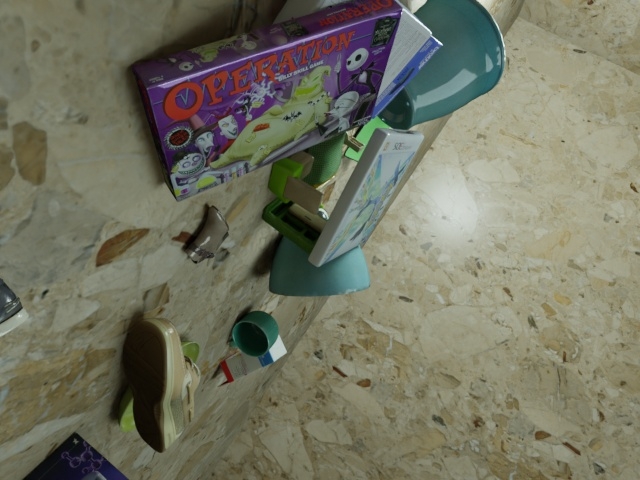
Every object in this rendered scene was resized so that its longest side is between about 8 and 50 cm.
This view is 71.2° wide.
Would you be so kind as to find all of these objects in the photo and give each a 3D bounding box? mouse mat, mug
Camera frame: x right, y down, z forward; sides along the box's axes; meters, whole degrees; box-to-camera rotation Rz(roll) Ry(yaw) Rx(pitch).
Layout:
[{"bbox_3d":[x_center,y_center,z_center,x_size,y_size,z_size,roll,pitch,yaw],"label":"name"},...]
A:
[{"bbox_3d":[0.156,-0.327,1.383,0.189,0.007,0.153,-54,156,16],"label":"mouse mat"},{"bbox_3d":[-0.210,0.285,1.415,0.097,0.158,0.129,-42,137,-59],"label":"mug"}]

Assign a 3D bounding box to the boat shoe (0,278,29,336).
[{"bbox_3d":[-0.379,0.094,0.394,0.206,0.075,0.064,-35,113,-47],"label":"boat shoe"}]

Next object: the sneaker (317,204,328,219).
[{"bbox_3d":[0.000,0.000,1.450,0.097,0.084,0.234,-59,158,-66],"label":"sneaker"}]

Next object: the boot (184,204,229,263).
[{"bbox_3d":[-0.210,-0.004,0.814,0.087,0.042,0.118,-43,157,-20],"label":"boot"}]

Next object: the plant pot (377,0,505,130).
[{"bbox_3d":[0.251,-0.408,1.088,0.255,0.271,0.271,-39,164,-13],"label":"plant pot"}]

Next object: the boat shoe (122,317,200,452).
[{"bbox_3d":[-0.304,0.271,0.883,0.110,0.122,0.340,-32,145,-48],"label":"boat shoe"}]

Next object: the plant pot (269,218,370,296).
[{"bbox_3d":[-0.007,0.038,1.277,0.290,0.291,0.195,-16,104,-72],"label":"plant pot"}]

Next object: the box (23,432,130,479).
[{"bbox_3d":[-0.472,0.511,0.779,0.261,0.184,0.103,-46,162,-43],"label":"box"}]

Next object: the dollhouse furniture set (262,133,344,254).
[{"bbox_3d":[0.020,-0.147,1.071,0.301,0.151,0.197,-46,164,-41],"label":"dollhouse furniture set"}]

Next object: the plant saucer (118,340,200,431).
[{"bbox_3d":[-0.375,0.325,1.029,0.241,0.037,0.241,-53,167,-18],"label":"plant saucer"}]

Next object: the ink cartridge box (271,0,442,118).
[{"bbox_3d":[0.055,-0.298,0.703,0.186,0.065,0.311,-46,155,29],"label":"ink cartridge box"}]

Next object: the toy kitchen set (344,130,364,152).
[{"bbox_3d":[0.099,-0.293,1.184,0.083,0.075,0.068,-59,170,33],"label":"toy kitchen set"}]

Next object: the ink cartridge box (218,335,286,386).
[{"bbox_3d":[-0.248,0.413,1.542,0.231,0.077,0.134,-27,174,13],"label":"ink cartridge box"}]

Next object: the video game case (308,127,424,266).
[{"bbox_3d":[0.117,-0.108,1.056,0.300,0.036,0.328,-23,145,-61],"label":"video game case"}]

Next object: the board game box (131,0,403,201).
[{"bbox_3d":[-0.057,-0.191,0.609,0.347,0.056,0.208,-27,153,-21],"label":"board game box"}]
